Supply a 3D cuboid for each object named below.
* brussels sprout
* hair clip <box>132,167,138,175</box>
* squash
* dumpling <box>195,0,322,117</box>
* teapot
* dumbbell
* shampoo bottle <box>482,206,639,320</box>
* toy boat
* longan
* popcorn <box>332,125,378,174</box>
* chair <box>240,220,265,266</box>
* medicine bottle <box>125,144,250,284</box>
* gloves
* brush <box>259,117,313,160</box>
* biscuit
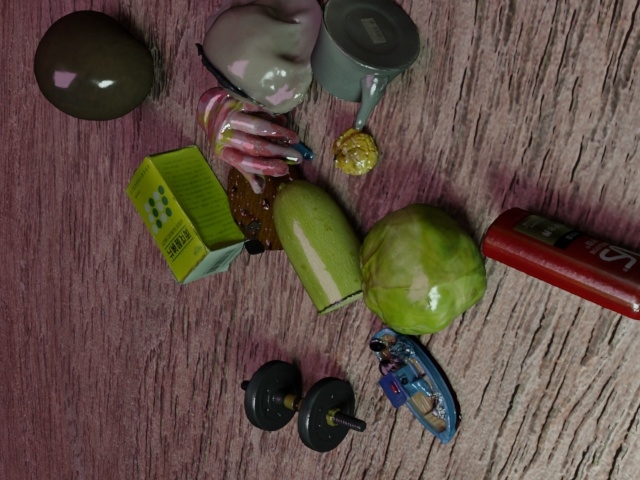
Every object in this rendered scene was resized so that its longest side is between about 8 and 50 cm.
[{"bbox_3d":[0.155,0.046,1.395,0.223,0.161,0.223,11,110,33],"label":"brussels sprout"},{"bbox_3d":[-0.345,-0.070,1.914,0.229,0.036,0.066,56,130,20],"label":"hair clip"},{"bbox_3d":[0.000,0.000,1.550,0.132,0.132,0.247,-33,81,45],"label":"squash"},{"bbox_3d":[-0.116,-0.346,1.509,0.293,0.163,0.204,53,139,31],"label":"dumpling"},{"bbox_3d":[0.053,-0.295,1.387,0.149,0.162,0.239,124,139,-53],"label":"teapot"},{"bbox_3d":[-0.040,0.319,1.699,0.325,0.143,0.143,10,112,42],"label":"dumbbell"},{"bbox_3d":[0.382,0.041,1.209,0.314,0.118,0.076,26,118,35],"label":"shampoo bottle"},{"bbox_3d":[0.162,0.252,1.515,0.223,0.097,0.100,56,137,13],"label":"toy boat"},{"bbox_3d":[-0.469,-0.363,1.800,0.246,0.246,0.215,61,149,7],"label":"longan"},{"bbox_3d":[0.049,-0.148,1.480,0.084,0.084,0.084,18,117,38],"label":"popcorn"},{"bbox_3d":[-0.130,0.008,1.688,0.042,0.037,0.086,50,140,33],"label":"chair"},{"bbox_3d":[-0.271,-0.053,1.780,0.137,0.141,0.250,-43,76,40],"label":"medicine bottle"},{"bbox_3d":[-0.138,-0.186,1.583,0.145,0.126,0.241,-58,42,12],"label":"gloves"},{"bbox_3d":[-0.071,-0.200,1.620,0.164,0.014,0.051,43,127,23],"label":"brush"},{"bbox_3d":[-0.103,-0.082,1.680,0.212,0.036,0.212,17,116,38],"label":"biscuit"}]
